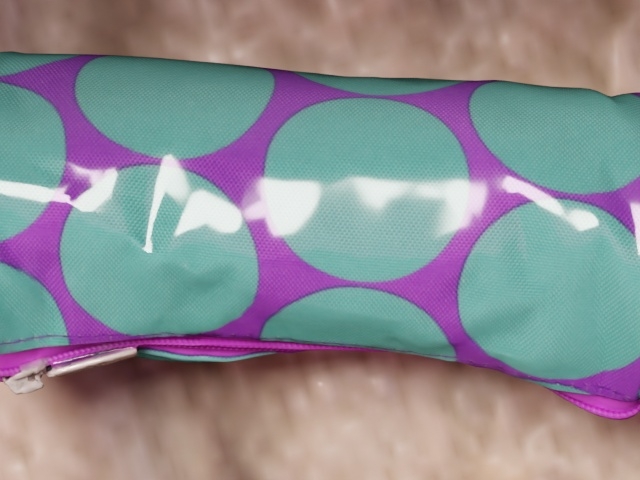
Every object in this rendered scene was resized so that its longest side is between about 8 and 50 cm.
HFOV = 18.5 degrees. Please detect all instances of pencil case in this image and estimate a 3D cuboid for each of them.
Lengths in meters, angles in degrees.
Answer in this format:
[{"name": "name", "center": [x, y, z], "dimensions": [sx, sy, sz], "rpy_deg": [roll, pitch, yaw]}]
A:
[{"name": "pencil case", "center": [0.000, 0.000, 0.396], "dimensions": [0.151, 0.064, 0.070], "rpy_deg": [2, 76, 4]}]
